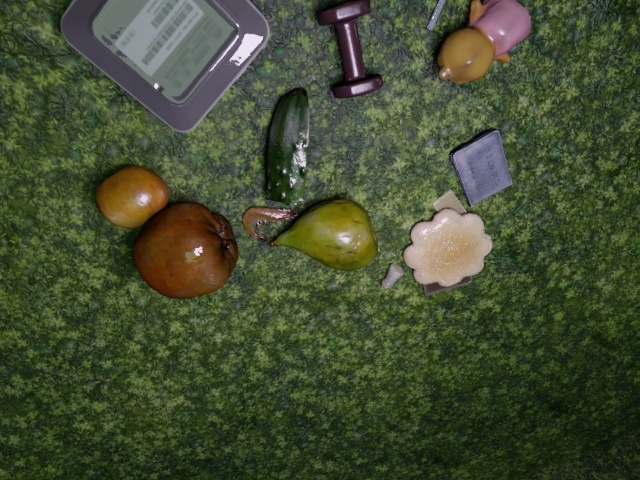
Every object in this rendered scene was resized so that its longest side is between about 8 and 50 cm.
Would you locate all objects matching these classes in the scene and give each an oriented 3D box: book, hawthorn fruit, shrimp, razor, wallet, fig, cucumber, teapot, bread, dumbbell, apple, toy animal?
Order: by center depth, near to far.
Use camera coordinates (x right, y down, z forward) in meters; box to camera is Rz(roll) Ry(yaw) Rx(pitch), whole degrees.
[{"bbox_3d":[0.079,-0.493,1.059,0.140,0.124,0.225,-15,117,-3],"label":"dumbbell"},{"bbox_3d":[0.336,-0.666,1.079,0.084,0.036,0.211,26,117,4],"label":"razor"},{"bbox_3d":[0.424,-0.523,1.085,0.281,0.169,0.195,-38,113,8],"label":"toy animal"},{"bbox_3d":[-0.512,-0.121,1.104,0.182,0.182,0.155,-36,102,8],"label":"apple"},{"bbox_3d":[-0.095,-0.260,1.141,0.105,0.145,0.325,2,111,-19],"label":"cucumber"},{"bbox_3d":[-0.395,0.038,1.153,0.301,0.267,0.267,-25,118,7],"label":"hawthorn fruit"},{"bbox_3d":[0.018,-0.001,1.229,0.314,0.233,0.233,-18,118,-11],"label":"fig"},{"bbox_3d":[-0.156,-0.047,1.284,0.178,0.034,0.124,2,118,-10],"label":"shrimp"},{"bbox_3d":[0.522,-0.233,1.318,0.167,0.036,0.222,-29,118,4],"label":"wallet"},{"bbox_3d":[0.437,-0.108,1.375,0.077,0.014,0.111,-39,116,10],"label":"book"},{"bbox_3d":[0.441,0.034,1.402,0.316,0.054,0.316,-3,118,-5],"label":"bread"},{"bbox_3d":[0.254,0.129,1.439,0.067,0.057,0.083,6,124,-45],"label":"teapot"}]

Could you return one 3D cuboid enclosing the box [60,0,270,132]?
[{"bbox_3d":[-0.362,-0.507,0.990,0.373,0.090,0.367,39,104,-23],"label":"box"}]

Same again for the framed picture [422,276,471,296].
[{"bbox_3d":[0.445,0.073,1.460,0.189,0.023,0.260,-18,118,-2],"label":"framed picture"}]
